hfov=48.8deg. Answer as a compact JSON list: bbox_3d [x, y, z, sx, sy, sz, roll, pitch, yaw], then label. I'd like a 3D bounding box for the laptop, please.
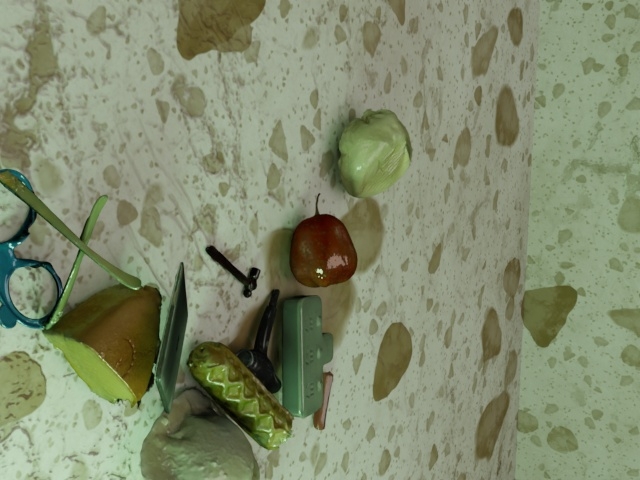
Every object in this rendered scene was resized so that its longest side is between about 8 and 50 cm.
[{"bbox_3d":[-0.240,0.166,1.151,0.269,0.015,0.188,109,-11,-65],"label":"laptop"}]

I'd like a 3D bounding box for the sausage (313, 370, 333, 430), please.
[{"bbox_3d":[0.007,0.396,1.746,0.030,0.035,0.147,16,82,-54],"label":"sausage"}]

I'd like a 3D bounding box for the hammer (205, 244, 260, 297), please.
[{"bbox_3d":[-0.176,0.050,1.388,0.178,0.021,0.065,47,58,-49],"label":"hammer"}]

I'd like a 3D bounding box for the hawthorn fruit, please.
[{"bbox_3d":[0.000,0.000,1.546,0.162,0.162,0.204,-18,96,-55],"label":"hawthorn fruit"}]

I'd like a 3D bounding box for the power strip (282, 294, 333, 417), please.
[{"bbox_3d":[-0.025,0.256,1.611,0.193,0.059,0.265,-2,92,-68],"label":"power strip"}]

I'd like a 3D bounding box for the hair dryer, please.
[{"bbox_3d":[-0.111,0.209,1.501,0.195,0.075,0.219,58,42,-60],"label":"hair dryer"}]

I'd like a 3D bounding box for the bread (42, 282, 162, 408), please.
[{"bbox_3d":[-0.312,0.166,1.090,0.169,0.140,0.160,-42,125,-46],"label":"bread"}]

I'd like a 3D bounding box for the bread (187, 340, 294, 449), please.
[{"bbox_3d":[-0.155,0.294,1.353,0.269,0.087,0.098,52,21,-27],"label":"bread"}]

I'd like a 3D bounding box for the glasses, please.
[{"bbox_3d":[-0.353,0.014,0.977,0.102,0.206,0.239,-100,-175,-66],"label":"glasses"}]

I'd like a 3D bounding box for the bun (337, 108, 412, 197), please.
[{"bbox_3d":[0.120,-0.215,1.690,0.229,0.145,0.229,-36,156,-19],"label":"bun"}]

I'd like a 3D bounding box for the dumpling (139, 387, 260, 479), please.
[{"bbox_3d":[-0.213,0.381,1.290,0.243,0.175,0.227,86,-6,-68],"label":"dumpling"}]
